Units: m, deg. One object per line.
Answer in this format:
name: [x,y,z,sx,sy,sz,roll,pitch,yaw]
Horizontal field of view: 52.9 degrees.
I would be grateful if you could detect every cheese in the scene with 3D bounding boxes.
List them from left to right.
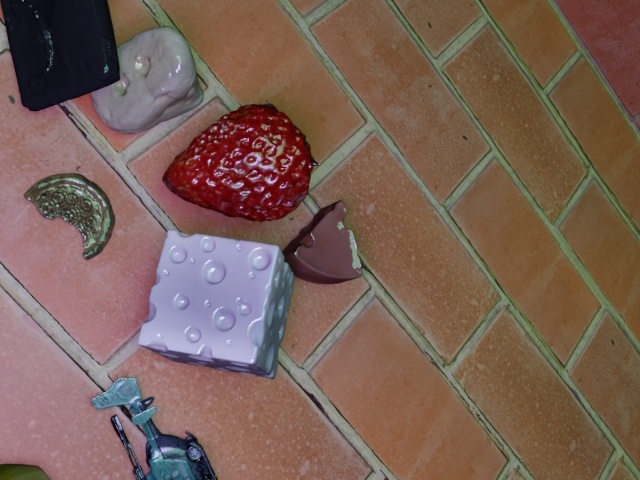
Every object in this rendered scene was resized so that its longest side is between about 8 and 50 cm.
cheese: [-0.386,-0.353,1.414,0.247,0.251,0.174,-30,95,-15]
cheese: [-0.014,0.021,1.593,0.177,0.128,0.203,-14,88,-32]

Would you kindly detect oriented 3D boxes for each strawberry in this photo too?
strawberry: [-0.165,-0.158,1.470,0.310,0.292,0.292,-45,104,-2]

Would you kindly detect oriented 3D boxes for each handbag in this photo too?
handbag: [-0.543,-0.427,1.348,0.088,0.244,0.275,-10,85,-75]

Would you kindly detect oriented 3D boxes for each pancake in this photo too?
pancake: [-0.535,-0.057,1.374,0.190,0.020,0.184,12,75,-27]

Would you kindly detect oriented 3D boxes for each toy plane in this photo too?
toy plane: [-0.328,0.452,1.346,0.155,0.106,0.382,-26,99,-19]

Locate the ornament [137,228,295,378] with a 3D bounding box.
ornament: [-0.204,0.139,1.344,0.239,0.239,0.240,8,72,10]

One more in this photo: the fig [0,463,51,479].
fig: [-0.591,0.495,1.131,0.207,0.207,0.230,31,38,-21]
